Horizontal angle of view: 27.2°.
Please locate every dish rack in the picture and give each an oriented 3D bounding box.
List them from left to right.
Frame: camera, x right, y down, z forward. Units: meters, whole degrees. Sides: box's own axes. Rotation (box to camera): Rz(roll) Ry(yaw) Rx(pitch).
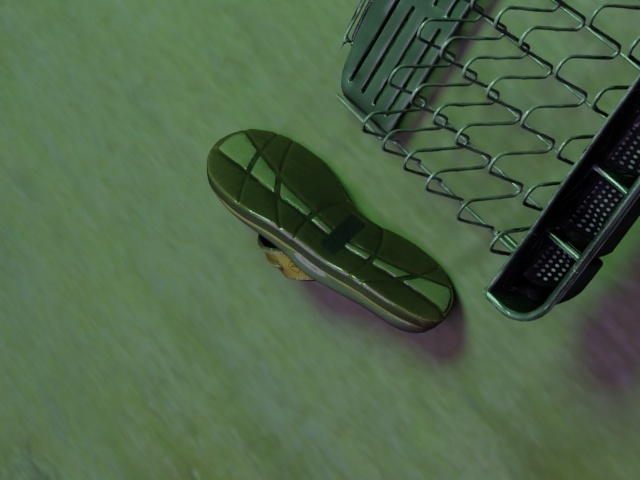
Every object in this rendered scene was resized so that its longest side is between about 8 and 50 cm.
[{"bbox_3d":[0.116,-0.105,0.854,0.271,0.074,0.208,46,116,30],"label":"dish rack"}]

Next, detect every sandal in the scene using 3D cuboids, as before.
[{"bbox_3d":[0.000,0.000,0.963,0.219,0.090,0.060,37,135,14],"label":"sandal"}]
